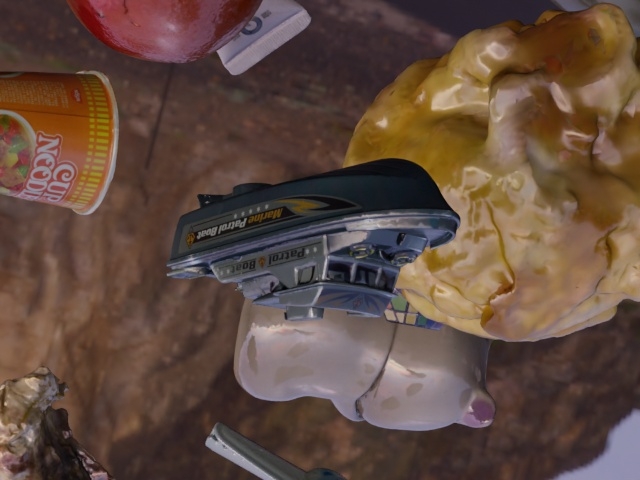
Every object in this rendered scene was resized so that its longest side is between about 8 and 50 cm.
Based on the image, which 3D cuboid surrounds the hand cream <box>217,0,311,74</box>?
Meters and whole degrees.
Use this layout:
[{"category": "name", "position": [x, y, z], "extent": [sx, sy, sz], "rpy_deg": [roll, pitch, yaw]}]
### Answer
[{"category": "hand cream", "position": [-0.159, -0.371, 1.743], "extent": [0.314, 0.139, 0.089], "rpy_deg": [47, -163, -26]}]

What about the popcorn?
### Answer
[{"category": "popcorn", "position": [0.232, -0.067, 1.413], "extent": [0.390, 0.344, 0.354], "rpy_deg": [-30, 174, 37]}]

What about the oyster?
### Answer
[{"category": "oyster", "position": [-0.352, 0.325, 1.603], "extent": [0.271, 0.275, 0.100], "rpy_deg": [43, 178, -21]}]

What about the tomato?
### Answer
[{"category": "tomato", "position": [-0.150, -0.264, 1.182], "extent": [0.184, 0.208, 0.208], "rpy_deg": [-19, -163, -26]}]

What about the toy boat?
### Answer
[{"category": "toy boat", "position": [-0.001, 0.003, 1.052], "extent": [0.114, 0.122, 0.296], "rpy_deg": [11, 167, -40]}]

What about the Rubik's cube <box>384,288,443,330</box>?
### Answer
[{"category": "Rubik's cube", "position": [0.118, 0.058, 1.570], "extent": [0.111, 0.093, 0.111], "rpy_deg": [10, 176, 1]}]

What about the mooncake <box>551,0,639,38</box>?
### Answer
[{"category": "mooncake", "position": [0.399, -0.395, 1.681], "extent": [0.275, 0.275, 0.135], "rpy_deg": [14, -177, -18]}]

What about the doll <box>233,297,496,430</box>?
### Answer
[{"category": "doll", "position": [0.045, 0.132, 1.735], "extent": [0.370, 0.215, 0.226], "rpy_deg": [24, 137, -11]}]

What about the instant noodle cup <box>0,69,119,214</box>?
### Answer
[{"category": "instant noodle cup", "position": [-0.332, -0.116, 1.386], "extent": [0.185, 0.168, 0.168], "rpy_deg": [5, -174, -33]}]

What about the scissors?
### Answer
[{"category": "scissors", "position": [0.007, 0.245, 1.224], "extent": [0.256, 0.030, 0.125], "rpy_deg": [30, -145, 6]}]
